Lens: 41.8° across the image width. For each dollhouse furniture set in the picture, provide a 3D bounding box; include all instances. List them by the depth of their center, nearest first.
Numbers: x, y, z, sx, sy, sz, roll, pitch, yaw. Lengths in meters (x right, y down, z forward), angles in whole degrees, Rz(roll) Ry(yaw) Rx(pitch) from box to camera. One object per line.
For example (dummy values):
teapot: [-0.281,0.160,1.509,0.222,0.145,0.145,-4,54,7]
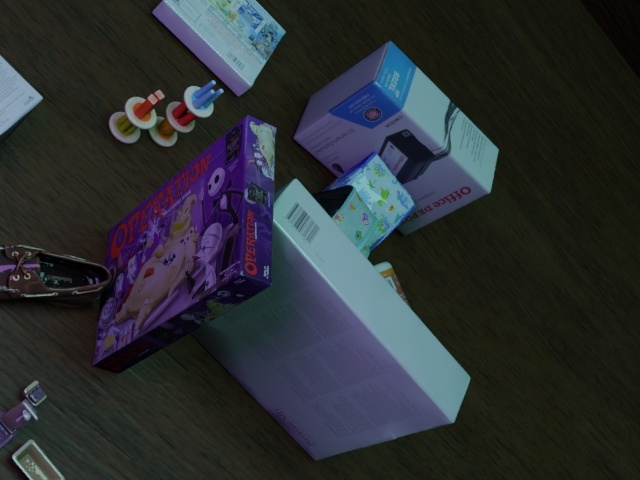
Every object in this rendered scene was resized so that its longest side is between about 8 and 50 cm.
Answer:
dollhouse furniture set: [-0.317,0.228,0.971,0.114,0.081,0.091,54,42,-8]

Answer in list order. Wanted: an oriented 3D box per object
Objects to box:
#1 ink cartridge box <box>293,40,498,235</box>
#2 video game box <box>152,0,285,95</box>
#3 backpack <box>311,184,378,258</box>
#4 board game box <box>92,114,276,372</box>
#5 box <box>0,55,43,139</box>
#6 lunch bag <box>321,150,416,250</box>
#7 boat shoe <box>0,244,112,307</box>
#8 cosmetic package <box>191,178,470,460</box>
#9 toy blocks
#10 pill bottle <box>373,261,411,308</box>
ink cartridge box: [0.142,-0.177,1.543,0.307,0.223,0.129,39,46,-23]
video game box: [-0.173,-0.384,1.475,0.205,0.048,0.187,43,46,-20]
backpack: [0.000,0.000,1.332,0.144,0.188,0.166,51,42,-12]
board game box: [-0.174,0.016,1.030,0.056,0.347,0.208,25,53,-31]
box: [-0.429,-0.164,1.056,0.087,0.101,0.102,47,43,-15]
lunch bag: [0.077,-0.063,1.479,0.151,0.096,0.129,-41,102,-8]
boat shoe: [-0.362,0.038,1.039,0.207,0.073,0.073,8,64,-41]
cosmetic package: [-0.019,0.129,1.171,0.377,0.284,0.097,49,41,-15]
toy blocks: [-0.225,-0.196,1.243,0.123,0.148,0.054,-1,69,-46]
pill bottle: [0.104,0.155,1.404,0.121,0.121,0.216,-18,82,-48]
